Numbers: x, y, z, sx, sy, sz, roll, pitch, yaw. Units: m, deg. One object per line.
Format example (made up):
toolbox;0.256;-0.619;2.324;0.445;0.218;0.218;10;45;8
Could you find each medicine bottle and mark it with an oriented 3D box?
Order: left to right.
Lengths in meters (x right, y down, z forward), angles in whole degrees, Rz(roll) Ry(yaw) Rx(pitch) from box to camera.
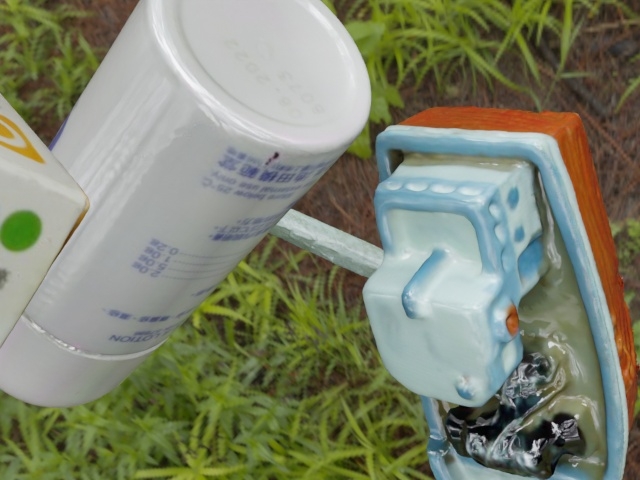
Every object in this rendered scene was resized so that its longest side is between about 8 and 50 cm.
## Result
medicine bottle;-0.114;-0.009;0.631;0.341;0.130;0.130;-45;52;43

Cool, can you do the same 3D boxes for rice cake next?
rice cake;0.000;0.000;0.746;0.121;0.021;0.022;23;52;-2

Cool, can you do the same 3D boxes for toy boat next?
toy boat;0.110;0.086;0.646;0.145;0.332;0.133;8;37;38

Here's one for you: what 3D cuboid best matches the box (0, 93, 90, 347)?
box;-0.227;-0.074;0.348;0.274;0.221;0.091;42;101;40
